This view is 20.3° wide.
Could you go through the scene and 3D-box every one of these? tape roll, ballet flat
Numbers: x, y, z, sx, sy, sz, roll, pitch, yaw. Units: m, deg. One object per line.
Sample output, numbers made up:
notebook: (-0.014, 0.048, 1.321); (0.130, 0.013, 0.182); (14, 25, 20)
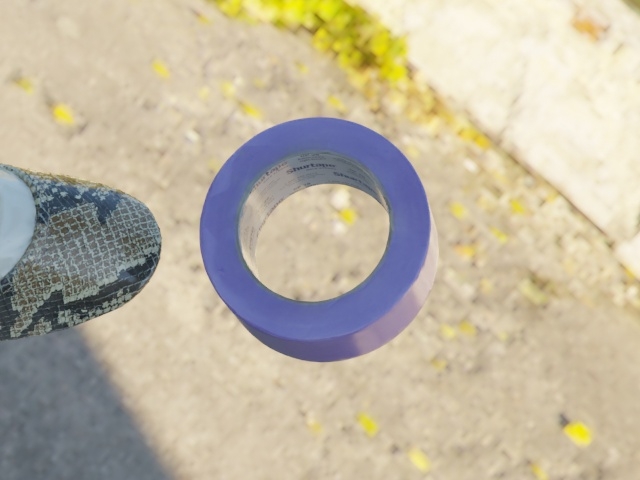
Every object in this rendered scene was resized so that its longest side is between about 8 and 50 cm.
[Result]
tape roll: (0.000, 0.000, 1.462); (0.189, 0.189, 0.080); (50, -4, 19)
ballet flat: (-0.387, 0.000, 1.569); (0.182, 0.482, 0.164); (48, 45, -60)
